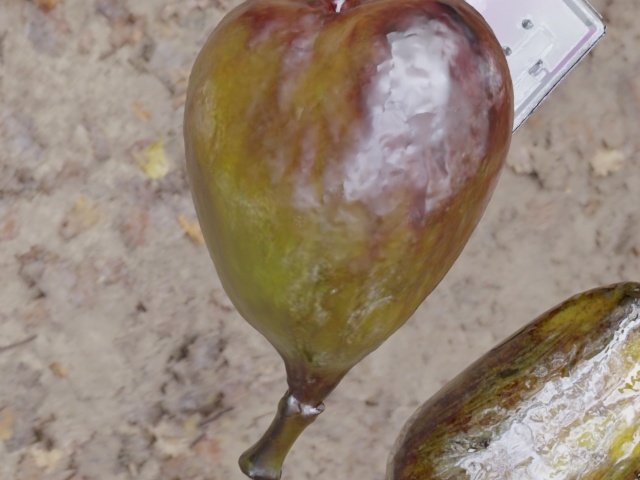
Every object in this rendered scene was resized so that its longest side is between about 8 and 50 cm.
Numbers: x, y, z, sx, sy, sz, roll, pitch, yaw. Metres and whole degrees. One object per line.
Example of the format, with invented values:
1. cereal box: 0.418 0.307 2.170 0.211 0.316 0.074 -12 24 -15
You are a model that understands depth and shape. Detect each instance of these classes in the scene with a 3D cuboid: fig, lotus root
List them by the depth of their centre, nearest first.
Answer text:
1. fig: -0.002 0.000 0.719 0.145 0.170 0.274 -7 112 -61
2. lotus root: 0.213 0.192 1.374 0.397 0.179 0.196 -36 72 2

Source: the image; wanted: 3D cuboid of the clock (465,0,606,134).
1. clock: 0.186 -0.206 1.451 0.147 0.071 0.192 45 66 -5
